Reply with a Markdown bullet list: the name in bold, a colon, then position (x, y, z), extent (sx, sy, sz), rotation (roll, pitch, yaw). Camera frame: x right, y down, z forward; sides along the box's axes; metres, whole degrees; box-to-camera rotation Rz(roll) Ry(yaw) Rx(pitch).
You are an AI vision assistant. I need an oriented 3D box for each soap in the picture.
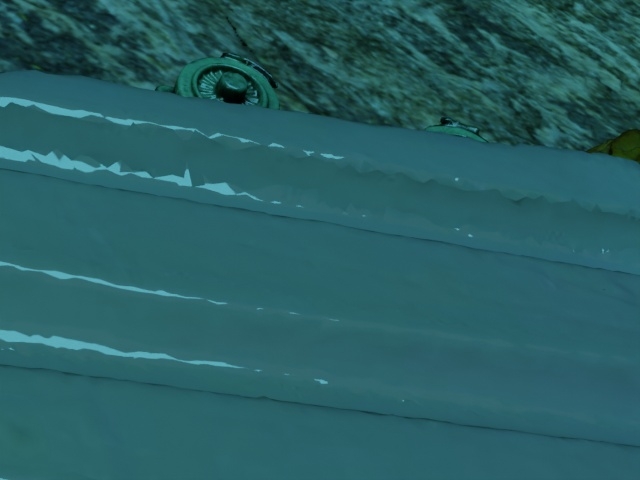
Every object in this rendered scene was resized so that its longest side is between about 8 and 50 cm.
- **soap**: position (-0.028, 0.124, 0.663), extent (0.435, 0.213, 0.350), rotation (8, 37, -27)

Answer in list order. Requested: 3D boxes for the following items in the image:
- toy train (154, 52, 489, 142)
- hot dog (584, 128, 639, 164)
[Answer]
- **toy train**: position (0.000, 0.000, 1.000), extent (0.248, 0.101, 0.159), rotation (16, 45, -14)
- **hot dog**: position (0.201, 0.024, 0.970), extent (0.175, 0.114, 0.259), rotation (40, -3, 23)
